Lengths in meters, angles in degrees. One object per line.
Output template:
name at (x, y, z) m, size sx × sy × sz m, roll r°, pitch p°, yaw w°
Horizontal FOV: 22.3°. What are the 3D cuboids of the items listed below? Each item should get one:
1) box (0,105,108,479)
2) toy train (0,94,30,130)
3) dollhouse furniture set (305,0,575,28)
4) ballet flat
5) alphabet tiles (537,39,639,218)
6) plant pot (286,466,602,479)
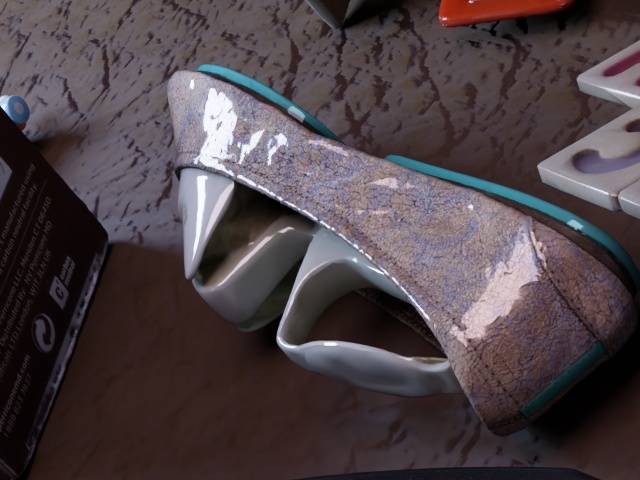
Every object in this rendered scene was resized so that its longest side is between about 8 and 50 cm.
box at (-0.253, 0.023, 0.848) m, size 0.203 × 0.167 × 0.168 m, roll -11°, pitch 45°, yaw 29°
toy train at (-0.252, -0.029, 1.006) m, size 0.166 × 0.046 × 0.125 m, roll -23°, pitch 15°, yaw 30°
dollhouse furniture set at (0.127, -0.228, 0.885) m, size 0.262 × 0.135 × 0.259 m, roll -1°, pitch 61°, yaw 36°
ballet flat at (0.000, 0.000, 0.736) m, size 0.106 × 0.107 × 0.316 m, roll -53°, pitch 39°, yaw -9°
alphabet tiles at (0.263, -0.091, 0.616) m, size 0.342 × 0.011 × 0.285 m, roll -31°, pitch 24°, yaw -13°
plant pot at (0.053, 0.157, 0.405) m, size 0.167 × 0.187 × 0.188 m, roll -18°, pitch 24°, yaw -37°
